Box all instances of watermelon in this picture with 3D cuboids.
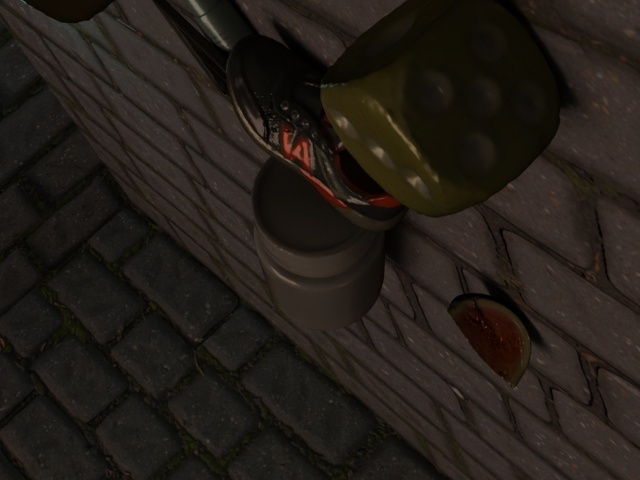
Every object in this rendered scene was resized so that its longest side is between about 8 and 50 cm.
[{"bbox_3d":[0.268,0.128,1.692,0.163,0.087,0.069,49,137,-15],"label":"watermelon"}]

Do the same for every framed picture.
[{"bbox_3d":[-0.139,-0.245,1.835,0.240,0.020,0.324,46,178,24],"label":"framed picture"}]

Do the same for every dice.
[{"bbox_3d":[0.116,-0.137,1.121,0.169,0.169,0.166,51,168,-19],"label":"dice"}]

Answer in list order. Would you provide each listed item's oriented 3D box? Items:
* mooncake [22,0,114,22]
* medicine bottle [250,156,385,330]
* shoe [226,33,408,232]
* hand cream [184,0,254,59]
[{"bbox_3d":[-0.248,-0.442,1.021,0.467,0.262,0.467,37,152,23],"label":"mooncake"},{"bbox_3d":[0.000,0.000,1.847,0.211,0.211,0.371,43,167,17],"label":"medicine bottle"},{"bbox_3d":[0.009,-0.156,1.545,0.336,0.132,0.171,46,163,-3],"label":"shoe"},{"bbox_3d":[-0.095,-0.253,1.718,0.331,0.058,0.085,53,159,-24],"label":"hand cream"}]
